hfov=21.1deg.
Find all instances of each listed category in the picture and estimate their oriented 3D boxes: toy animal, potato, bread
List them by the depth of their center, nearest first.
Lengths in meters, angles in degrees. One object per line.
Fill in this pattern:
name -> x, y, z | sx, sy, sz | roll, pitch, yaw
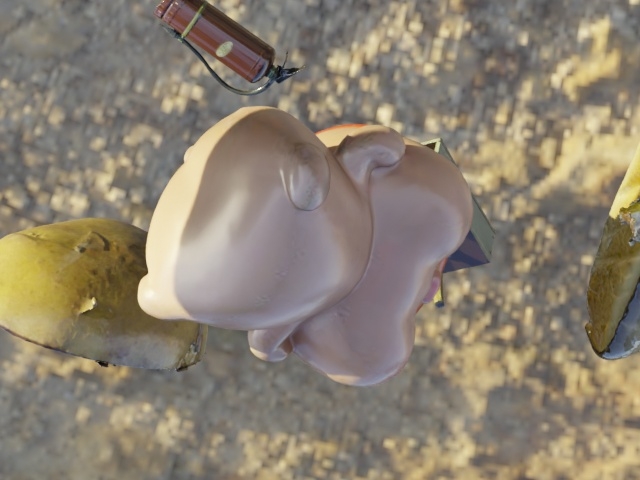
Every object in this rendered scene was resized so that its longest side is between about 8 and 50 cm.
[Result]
toy animal -> 0.000, 0.000, 1.057 | 0.171, 0.171, 0.198 | -20, 161, 38
bread -> 0.212, -0.003, 1.063 | 0.053, 0.073, 0.214 | -2, 138, -14
potato -> -0.242, 0.047, 1.918 | 0.299, 0.239, 0.116 | 10, 115, -33

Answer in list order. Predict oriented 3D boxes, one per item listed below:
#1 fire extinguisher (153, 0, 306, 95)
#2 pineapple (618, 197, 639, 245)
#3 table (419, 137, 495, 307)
fire extinguisher -> -0.098, -0.197, 1.747 | 0.157, 0.045, 0.078 | 34, 128, -7
pineapple -> 0.184, -0.008, 0.802 | 0.083, 0.019, 0.045 | -17, 97, 2
table -> 0.017, 0.013, 1.531 | 0.240, 0.111, 0.121 | -14, 129, 28
